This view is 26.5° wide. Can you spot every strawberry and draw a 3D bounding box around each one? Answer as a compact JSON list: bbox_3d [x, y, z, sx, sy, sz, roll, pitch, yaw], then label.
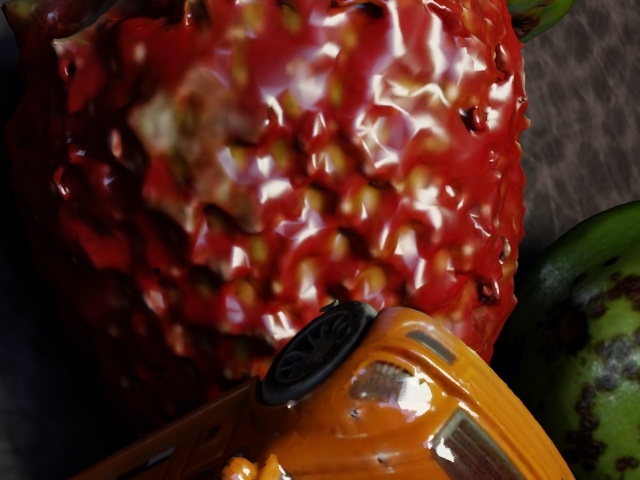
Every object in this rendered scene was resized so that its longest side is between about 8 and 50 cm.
[{"bbox_3d":[0.001,0.000,0.704,0.292,0.292,0.343,-21,90,-36],"label":"strawberry"}]

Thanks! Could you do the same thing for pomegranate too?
[{"bbox_3d":[0.220,0.096,0.872,0.271,0.254,0.254,-28,99,-6],"label":"pomegranate"}]

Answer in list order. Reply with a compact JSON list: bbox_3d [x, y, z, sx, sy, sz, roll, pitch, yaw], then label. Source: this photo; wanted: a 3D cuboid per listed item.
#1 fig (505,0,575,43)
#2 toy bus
[{"bbox_3d":[0.093,-0.250,0.909,0.149,0.149,0.245,-6,76,-36],"label":"fig"},{"bbox_3d":[-0.051,0.163,0.598,0.143,0.329,0.153,50,31,-18],"label":"toy bus"}]
